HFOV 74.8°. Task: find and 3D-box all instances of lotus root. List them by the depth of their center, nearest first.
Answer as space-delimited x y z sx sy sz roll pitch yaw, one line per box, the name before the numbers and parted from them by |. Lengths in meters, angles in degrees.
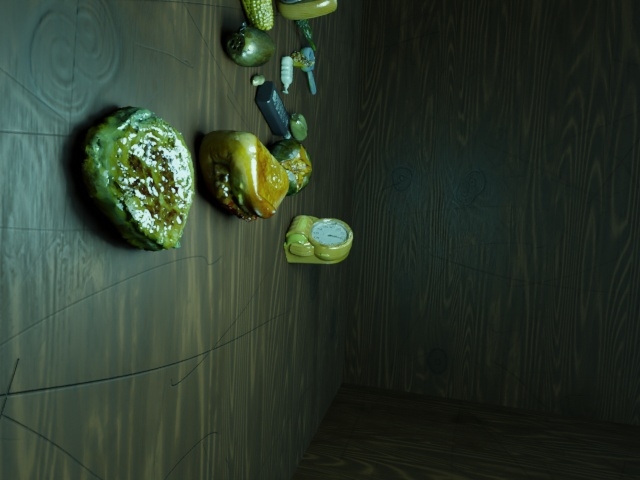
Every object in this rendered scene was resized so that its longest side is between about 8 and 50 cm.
lotus root | -0.228 -0.639 1.390 0.241 0.124 0.122 -48 124 -64
lotus root | -0.109 -0.544 1.980 0.183 0.077 0.090 60 29 -71

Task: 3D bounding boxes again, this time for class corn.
corn | -0.228 -0.859 1.384 0.317 0.115 0.115 82 18 -46

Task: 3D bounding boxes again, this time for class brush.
brush | -0.063 -1.002 1.673 0.166 0.267 0.174 73 34 -58

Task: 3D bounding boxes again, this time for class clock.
clock | 0.000 0.000 2.080 0.200 0.318 0.244 89 13 -45

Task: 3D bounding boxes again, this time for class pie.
pie | -0.387 -0.126 0.948 0.354 0.103 0.288 60 30 -62

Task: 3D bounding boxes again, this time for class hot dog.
hot dog | -0.236 -0.181 1.351 0.405 0.186 0.222 39 54 -73

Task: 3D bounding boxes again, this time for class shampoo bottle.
shampoo bottle | -0.179 -0.513 1.725 0.309 0.071 0.098 57 38 -67
shampoo bottle | -0.148 -0.723 1.847 0.077 0.045 0.151 -19 111 -77

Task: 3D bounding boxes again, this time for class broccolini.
broccolini | -0.060 -1.007 2.012 0.068 0.091 0.203 -45 149 6

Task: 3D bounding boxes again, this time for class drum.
drum | -0.060 -0.859 2.152 0.130 0.049 0.253 -71 159 -48

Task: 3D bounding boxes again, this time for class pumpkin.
pumpkin | -0.140 -0.303 1.752 0.238 0.159 0.237 -21 116 -51

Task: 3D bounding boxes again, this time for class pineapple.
pineapple | -0.086 -0.841 1.978 0.114 0.114 0.077 -58 168 -53

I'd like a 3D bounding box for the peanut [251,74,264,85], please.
peanut | -0.234 -0.600 1.565 0.083 0.037 0.037 -52 144 -55
